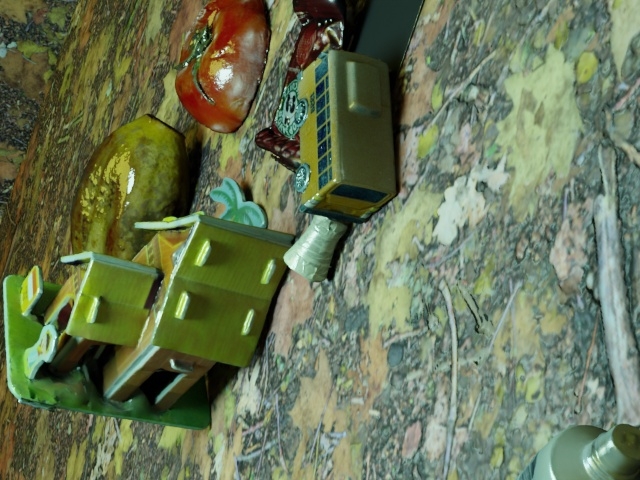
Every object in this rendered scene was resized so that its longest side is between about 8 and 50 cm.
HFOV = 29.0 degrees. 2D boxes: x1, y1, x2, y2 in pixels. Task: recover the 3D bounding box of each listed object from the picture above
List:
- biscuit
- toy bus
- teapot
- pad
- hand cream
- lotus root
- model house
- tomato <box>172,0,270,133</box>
[{"bbox_3d":[-0.018,-0.206,1.579,0.151,0.063,0.236,-143,66,-66],"label":"biscuit"},{"bbox_3d":[0.028,-0.123,1.387,0.103,0.091,0.182,-38,47,53],"label":"toy bus"},{"bbox_3d":[0.000,0.000,1.450,0.083,0.057,0.067,-60,-1,23],"label":"teapot"},{"bbox_3d":[0.092,-0.299,1.454,0.243,0.004,0.163,-71,24,13],"label":"pad"},{"bbox_3d":[0.157,0.243,0.952,0.341,0.077,0.124,116,155,-45],"label":"hand cream"},{"bbox_3d":[-0.301,-0.068,2.047,0.193,0.193,0.291,-133,57,-63],"label":"lotus root"},{"bbox_3d":[-0.218,0.023,1.647,0.323,0.300,0.340,-45,43,35],"label":"model house"},{"bbox_3d":[-0.164,-0.283,1.919,0.228,0.101,0.228,-44,37,48],"label":"tomato"}]
